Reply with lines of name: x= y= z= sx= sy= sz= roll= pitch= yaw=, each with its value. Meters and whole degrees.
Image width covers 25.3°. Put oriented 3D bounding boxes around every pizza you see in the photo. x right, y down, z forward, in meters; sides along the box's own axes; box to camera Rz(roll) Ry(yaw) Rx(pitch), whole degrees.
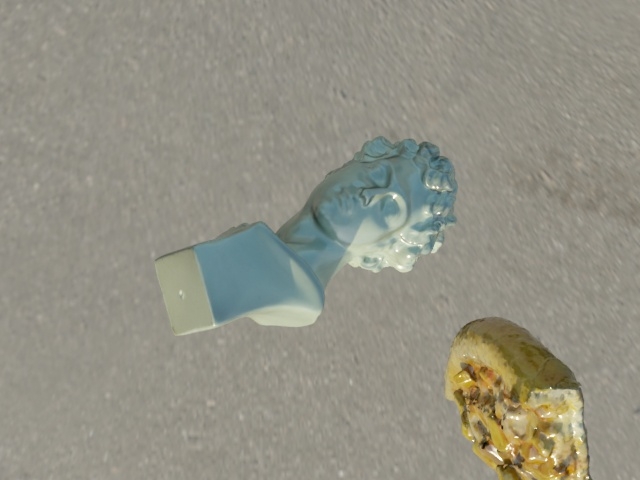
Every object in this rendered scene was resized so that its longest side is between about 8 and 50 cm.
pizza: x=0.103 y=0.101 z=0.744 sx=0.041 sy=0.178 sz=0.131 roll=-21 pitch=101 yaw=-10

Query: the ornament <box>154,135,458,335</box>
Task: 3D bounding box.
ornament: x=-0.008 y=0.007 z=1.250 sx=0.285 sy=0.130 sz=0.120 roll=-28 pitch=100 yaw=-19
